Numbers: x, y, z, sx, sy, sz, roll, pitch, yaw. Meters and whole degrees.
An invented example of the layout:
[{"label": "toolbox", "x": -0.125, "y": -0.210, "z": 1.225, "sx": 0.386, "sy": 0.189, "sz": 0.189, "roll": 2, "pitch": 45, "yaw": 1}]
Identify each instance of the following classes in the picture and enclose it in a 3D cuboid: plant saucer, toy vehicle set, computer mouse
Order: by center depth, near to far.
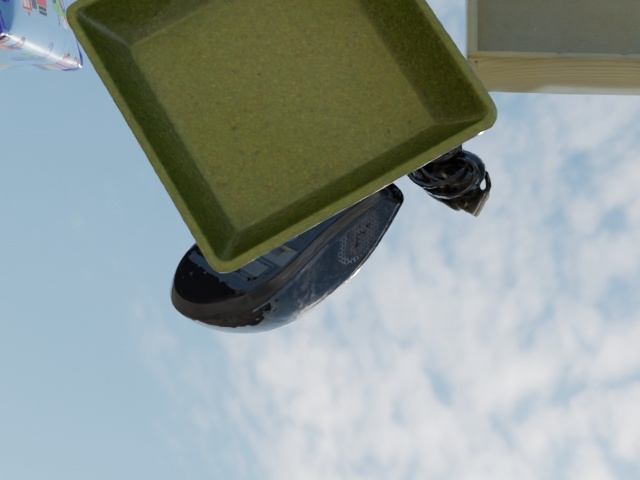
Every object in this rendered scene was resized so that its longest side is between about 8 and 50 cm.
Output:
[{"label": "plant saucer", "x": -0.023, "y": -0.096, "z": 0.785, "sx": 0.188, "sy": 0.188, "sz": 0.045, "roll": 59, "pitch": -9, "yaw": 13}, {"label": "toy vehicle set", "x": 0.196, "y": -0.217, "z": 1.037, "sx": 0.166, "sy": 0.267, "sz": 0.035, "roll": 3, "pitch": -40, "yaw": 4}, {"label": "computer mouse", "x": 0.000, "y": 0.000, "z": 1.120, "sx": 0.188, "sy": 0.272, "sz": 0.072, "roll": 34, "pitch": -26, "yaw": 48}]

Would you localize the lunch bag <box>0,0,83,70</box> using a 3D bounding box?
[{"label": "lunch bag", "x": -0.307, "y": -0.300, "z": 1.156, "sx": 0.221, "sy": 0.138, "sz": 0.293, "roll": -2, "pitch": 89, "yaw": -84}]
